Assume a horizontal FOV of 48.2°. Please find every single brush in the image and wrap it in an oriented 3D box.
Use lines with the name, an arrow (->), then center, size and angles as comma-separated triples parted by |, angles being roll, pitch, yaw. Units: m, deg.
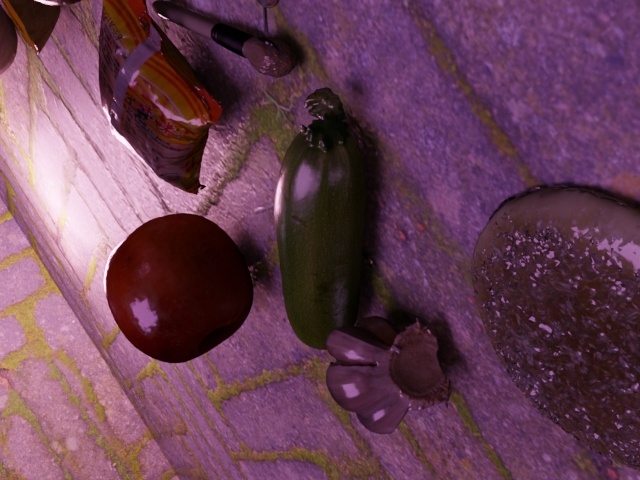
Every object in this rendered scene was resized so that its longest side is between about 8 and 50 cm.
brush -> -0.124, -0.242, 0.816 | 0.299, 0.042, 0.039 | 35, 118, 40

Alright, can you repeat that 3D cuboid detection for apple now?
apple -> -0.214, 0.074, 1.096 | 0.201, 0.218, 0.218 | 58, 154, 19

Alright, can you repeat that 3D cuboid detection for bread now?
bread -> 0.220, 0.079, 0.571 | 0.267, 0.040, 0.267 | 40, 149, 31

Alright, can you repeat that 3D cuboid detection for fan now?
fan -> -0.055, -0.252, 0.725 | 0.060, 0.003, 0.080 | 13, 129, 55

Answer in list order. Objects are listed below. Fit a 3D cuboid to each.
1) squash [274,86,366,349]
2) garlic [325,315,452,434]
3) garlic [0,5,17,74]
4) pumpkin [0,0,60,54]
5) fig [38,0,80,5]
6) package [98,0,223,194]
squash -> 0.000, 0.000, 0.795 | 0.101, 0.101, 0.378 | 41, 147, 30
garlic -> 0.061, 0.139, 0.829 | 0.131, 0.127, 0.194 | 61, 173, -13
garlic -> -0.761, -0.457, 1.412 | 0.317, 0.259, 0.317 | 44, 149, 35
pumpkin -> -0.500, -0.428, 1.191 | 0.217, 0.110, 0.217 | 43, 161, 18
fig -> -0.392, -0.428, 1.016 | 0.245, 0.149, 0.149 | -122, 19, -46
package -> -0.219, -0.180, 0.947 | 0.223, 0.108, 0.288 | 49, 158, 8
